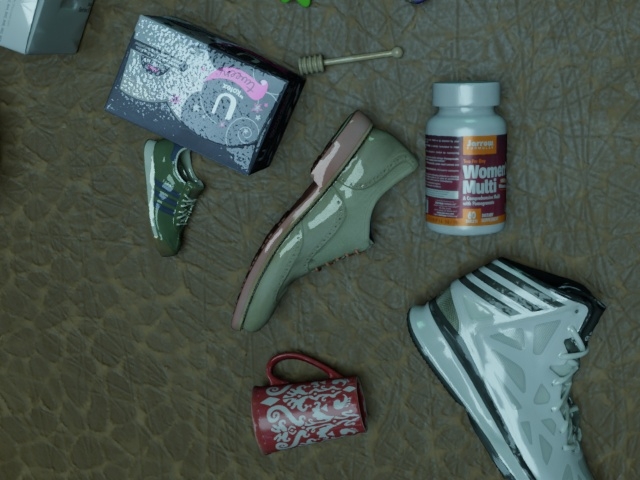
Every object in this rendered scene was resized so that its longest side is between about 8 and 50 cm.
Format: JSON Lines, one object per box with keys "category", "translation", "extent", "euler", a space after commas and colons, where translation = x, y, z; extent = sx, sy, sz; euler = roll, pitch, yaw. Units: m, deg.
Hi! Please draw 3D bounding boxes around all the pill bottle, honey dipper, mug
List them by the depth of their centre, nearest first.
{"category": "pill bottle", "translation": [0.216, -0.124, 1.599], "extent": [0.121, 0.121, 0.221], "euler": [1, 101, 10]}
{"category": "honey dipper", "translation": [0.047, -0.278, 1.651], "extent": [0.161, 0.030, 0.030], "euler": [-6, 99, 7]}
{"category": "mug", "translation": [-0.019, 0.258, 1.720], "extent": [0.169, 0.113, 0.150], "euler": [-10, 100, 8]}

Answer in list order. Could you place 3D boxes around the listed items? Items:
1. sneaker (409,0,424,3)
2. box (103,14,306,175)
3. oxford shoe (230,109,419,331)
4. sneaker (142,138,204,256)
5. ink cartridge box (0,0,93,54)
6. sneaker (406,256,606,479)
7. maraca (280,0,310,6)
{"category": "sneaker", "translation": [0.142, -0.496, 1.553], "extent": [0.146, 0.102, 0.293], "euler": [-13, 98, 11]}
{"category": "box", "translation": [-0.173, -0.225, 1.639], "extent": [0.247, 0.142, 0.163], "euler": [25, 104, 4]}
{"category": "oxford shoe", "translation": [0.000, 0.000, 1.656], "extent": [0.147, 0.140, 0.397], "euler": [33, 106, -5]}
{"category": "sneaker", "translation": [-0.227, -0.071, 1.716], "extent": [0.086, 0.064, 0.192], "euler": [-5, 96, 16]}
{"category": "ink cartridge box", "translation": [-0.513, -0.379, 1.641], "extent": [0.273, 0.198, 0.114], "euler": [21, 104, 6]}
{"category": "sneaker", "translation": [0.354, 0.222, 1.614], "extent": [0.257, 0.169, 0.447], "euler": [-36, 90, 16]}
{"category": "maraca", "translation": [-0.042, -0.437, 1.603], "extent": [0.127, 0.099, 0.185], "euler": [-25, 120, 10]}
